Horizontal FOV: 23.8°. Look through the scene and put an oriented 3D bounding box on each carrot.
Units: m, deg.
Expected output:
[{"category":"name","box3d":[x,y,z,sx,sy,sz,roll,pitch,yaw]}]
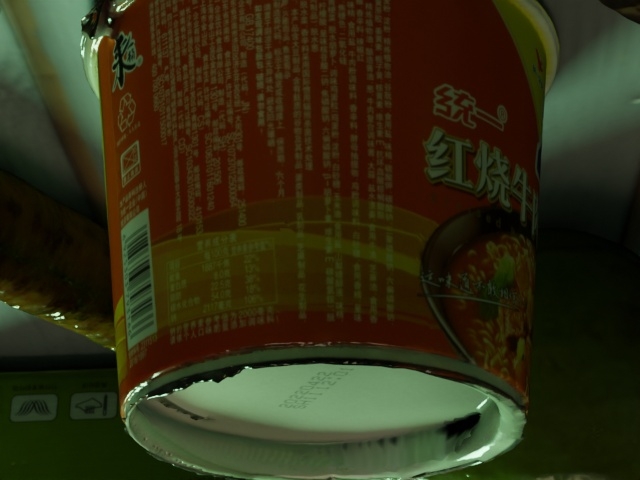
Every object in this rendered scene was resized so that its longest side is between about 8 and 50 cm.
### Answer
[{"category":"carrot","box3d":[-0.119,0.028,0.818,0.066,0.066,0.314,-16,150,30]}]

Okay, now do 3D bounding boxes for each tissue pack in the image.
[{"category":"tissue pack","box3d":[-0.116,0.188,1.035,0.274,0.167,0.200,-1,154,5]}]

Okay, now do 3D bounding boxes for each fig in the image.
[{"category":"fig","box3d":[0.101,0.100,0.814,0.225,0.203,0.203,-10,153,6]}]

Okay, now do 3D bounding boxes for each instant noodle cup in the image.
[{"category":"instant noodle cup","box3d":[0.000,0.000,0.634,0.213,0.174,0.213,0,155,0]}]

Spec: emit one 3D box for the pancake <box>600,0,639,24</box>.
[{"category":"pancake","box3d":[0.180,-0.124,0.553,0.190,0.020,0.184,3,155,-7]}]
